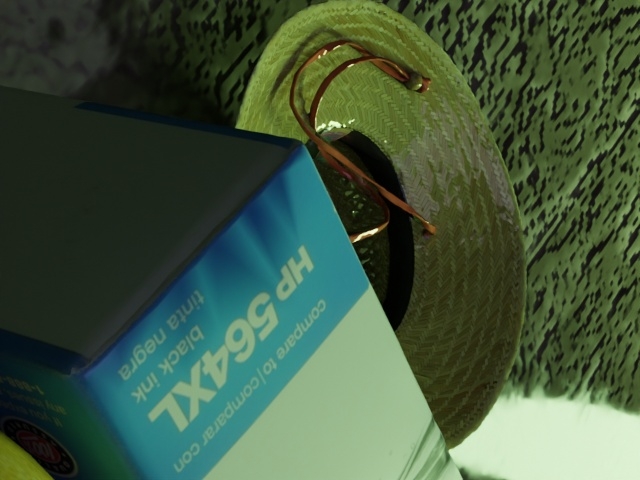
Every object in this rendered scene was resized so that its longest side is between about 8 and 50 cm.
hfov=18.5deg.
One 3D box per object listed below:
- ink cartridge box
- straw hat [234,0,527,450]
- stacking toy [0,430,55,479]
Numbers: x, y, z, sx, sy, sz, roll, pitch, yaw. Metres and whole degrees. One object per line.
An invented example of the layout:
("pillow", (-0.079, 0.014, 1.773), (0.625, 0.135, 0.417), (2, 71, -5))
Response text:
("ink cartridge box", (-0.043, 0.065, 0.525), (0.086, 0.148, 0.203), (-48, 130, -30))
("straw hat", (0.000, 0.000, 0.621), (0.144, 0.061, 0.145), (12, 74, -46))
("stacking toy", (-0.130, 0.141, 0.406), (0.350, 0.350, 0.480), (-33, 103, -38))
